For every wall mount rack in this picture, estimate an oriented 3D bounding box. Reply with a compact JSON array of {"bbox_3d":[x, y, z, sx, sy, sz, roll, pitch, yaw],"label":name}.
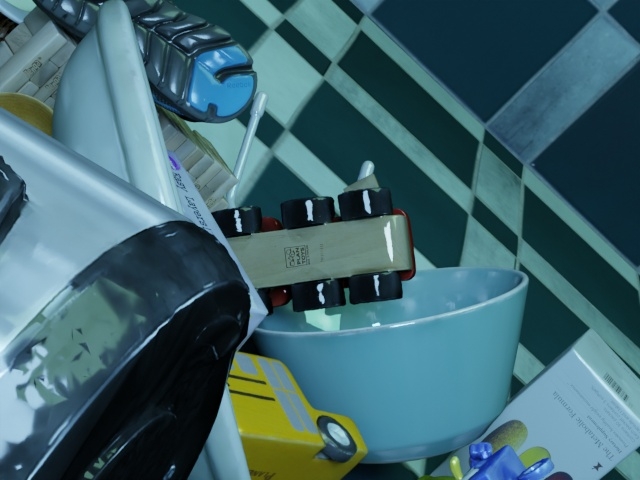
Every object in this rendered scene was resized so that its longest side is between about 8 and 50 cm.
[{"bbox_3d":[-0.012,-0.022,1.774,0.350,0.130,0.304,32,24,-33],"label":"wall mount rack"}]

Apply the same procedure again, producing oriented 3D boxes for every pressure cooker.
[{"bbox_3d":[-0.296,0.066,0.701,0.420,0.375,0.370,31,7,11],"label":"pressure cooker"}]

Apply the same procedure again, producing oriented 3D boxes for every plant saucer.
[{"bbox_3d":[-0.139,0.028,1.011,0.400,0.100,0.400,165,-90,-84],"label":"plant saucer"}]

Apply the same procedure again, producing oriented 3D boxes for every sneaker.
[{"bbox_3d":[-0.223,-0.242,1.445,0.341,0.125,0.139,46,-16,-12],"label":"sneaker"}]

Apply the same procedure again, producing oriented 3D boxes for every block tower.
[{"bbox_3d":[-0.226,-0.132,1.531,0.335,0.091,0.097,40,8,-47],"label":"block tower"}]

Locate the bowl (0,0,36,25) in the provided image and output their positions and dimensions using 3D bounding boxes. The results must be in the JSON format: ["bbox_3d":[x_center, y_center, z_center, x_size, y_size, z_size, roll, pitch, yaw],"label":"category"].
[{"bbox_3d":[-0.327,-0.380,1.517,0.134,0.298,0.298,10,-4,38],"label":"bowl"}]

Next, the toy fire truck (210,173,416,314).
[{"bbox_3d":[0.000,0.000,1.523,0.246,0.217,0.158,14,68,-78],"label":"toy fire truck"}]

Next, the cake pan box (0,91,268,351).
[{"bbox_3d":[-0.202,-0.019,1.310,0.245,0.070,0.267,20,28,-44],"label":"cake pan box"}]

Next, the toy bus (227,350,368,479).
[{"bbox_3d":[-0.104,0.172,1.266,0.332,0.108,0.130,18,32,-50],"label":"toy bus"}]

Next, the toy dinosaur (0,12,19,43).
[{"bbox_3d":[-0.291,-0.210,1.646,0.322,0.164,0.218,56,30,-23],"label":"toy dinosaur"}]

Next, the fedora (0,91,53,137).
[{"bbox_3d":[-0.320,-0.069,1.187,0.194,0.194,0.079,62,-1,38],"label":"fedora"}]

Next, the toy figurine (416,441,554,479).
[{"bbox_3d":[0.176,0.299,1.400,0.191,0.217,0.362,49,21,10],"label":"toy figurine"}]

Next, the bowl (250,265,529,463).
[{"bbox_3d":[0.083,0.138,1.485,0.311,0.311,0.163,-31,112,-69],"label":"bowl"}]

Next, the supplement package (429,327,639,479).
[{"bbox_3d":[0.273,0.244,1.645,0.139,0.244,0.134,47,20,9],"label":"supplement package"}]
